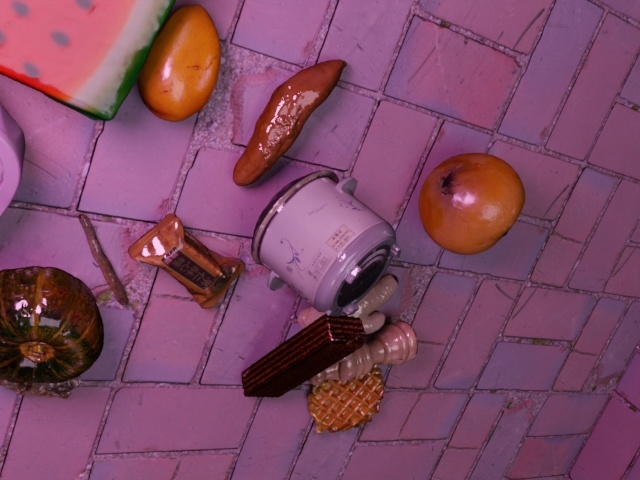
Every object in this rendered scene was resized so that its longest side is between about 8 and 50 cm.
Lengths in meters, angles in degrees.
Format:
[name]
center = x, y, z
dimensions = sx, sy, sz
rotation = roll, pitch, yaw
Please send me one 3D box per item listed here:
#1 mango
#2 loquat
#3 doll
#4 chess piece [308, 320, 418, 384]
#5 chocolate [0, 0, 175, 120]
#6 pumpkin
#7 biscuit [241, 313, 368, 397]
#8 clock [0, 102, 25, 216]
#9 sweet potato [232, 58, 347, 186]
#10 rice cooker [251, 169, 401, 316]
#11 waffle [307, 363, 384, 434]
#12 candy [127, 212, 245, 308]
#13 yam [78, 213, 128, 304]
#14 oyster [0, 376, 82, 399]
[mango]
center = -0.255, -0.328, 1.347
dimensions = 0.145, 0.112, 0.219
rotation = 15, 102, -35
[loquat]
center = 0.374, -0.089, 1.795
dimensions = 0.263, 0.263, 0.262
rotation = -15, 123, -25
[doll]
center = 0.081, 0.169, 1.854
dimensions = 0.278, 0.175, 0.149
rotation = -45, 169, -14
[chess piece]
center = 0.099, 0.313, 1.921
dimensions = 0.307, 0.139, 0.124
rotation = -16, 101, -25
[chocolate]
center = -0.418, -0.400, 1.169
dimensions = 0.341, 0.161, 0.360
rotation = 23, 102, -36
[pumpkin]
center = -0.543, 0.152, 1.396
dimensions = 0.261, 0.189, 0.260
rotation = -7, 134, -8
[biscuit]
center = -0.046, 0.278, 1.715
dimensions = 0.107, 0.073, 0.388
rotation = 9, 147, -36
[clock]
center = -0.654, -0.137, 1.161
dimensions = 0.339, 0.102, 0.338
rotation = -7, 128, -9
[sweet potato]
center = -0.074, -0.261, 1.516
dimensions = 0.354, 0.095, 0.106
rotation = -50, 158, 0
[rice cooker]
center = 0.000, 0.000, 1.584
dimensions = 0.316, 0.317, 0.264
rotation = -58, 158, 8
[waffle]
center = 0.072, 0.436, 2.030
dimensions = 0.238, 0.059, 0.243
rotation = -14, 120, -22
[candy]
center = -0.273, 0.046, 1.558
dimensions = 0.143, 0.101, 0.271
rotation = -42, 136, 2
[yam]
center = -0.447, 0.043, 1.491
dimensions = 0.027, 0.029, 0.234
rotation = -47, 135, -38
[oyster]
center = -0.598, 0.300, 1.513
dimensions = 0.200, 0.061, 0.106
rotation = 4, 114, -34
